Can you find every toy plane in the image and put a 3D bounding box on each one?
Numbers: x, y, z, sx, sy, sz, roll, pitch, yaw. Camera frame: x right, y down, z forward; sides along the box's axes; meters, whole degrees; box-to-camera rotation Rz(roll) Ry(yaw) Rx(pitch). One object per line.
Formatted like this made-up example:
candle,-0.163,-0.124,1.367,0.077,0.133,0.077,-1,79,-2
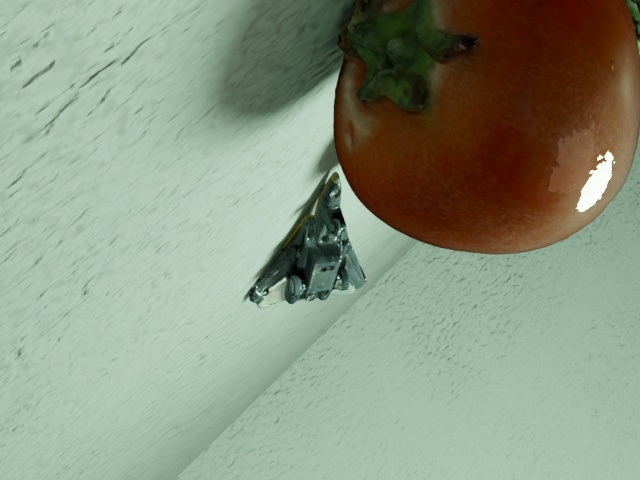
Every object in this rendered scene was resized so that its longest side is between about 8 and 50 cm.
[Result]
toy plane,0.003,0.011,1.429,0.204,0.102,0.316,-7,153,-17

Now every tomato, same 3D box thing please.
tomato,0.171,-0.137,0.896,0.321,0.321,0.321,-46,171,-10

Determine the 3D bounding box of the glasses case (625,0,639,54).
glasses case,0.420,-0.352,1.359,0.062,0.095,0.272,-49,-155,38

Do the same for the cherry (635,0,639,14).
cherry,0.457,-0.320,1.610,0.218,0.297,0.255,-77,163,-46
